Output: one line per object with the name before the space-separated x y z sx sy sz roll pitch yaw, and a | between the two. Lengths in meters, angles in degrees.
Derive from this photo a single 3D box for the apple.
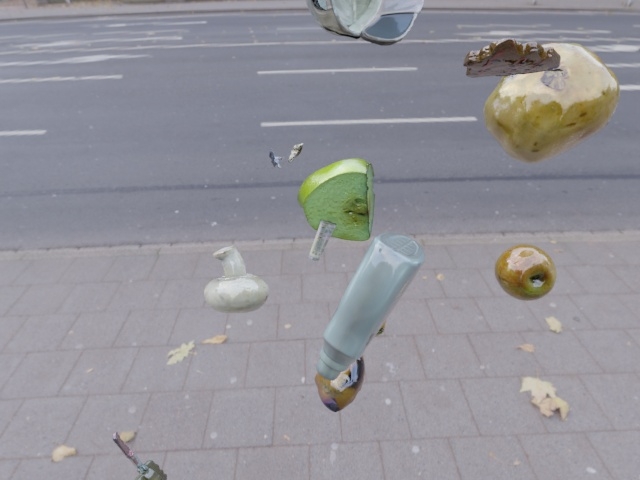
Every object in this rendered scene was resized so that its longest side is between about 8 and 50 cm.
apple | 0.629 0.098 1.245 0.182 0.182 0.155 -4 18 -4

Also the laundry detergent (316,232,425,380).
laundry detergent | 0.112 0.176 1.014 0.124 0.398 0.264 32 17 14

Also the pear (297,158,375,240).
pear | 0.056 -0.143 1.363 0.292 0.292 0.159 1 37 3

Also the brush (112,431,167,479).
brush | -0.544 0.678 1.207 0.071 0.301 0.084 -29 31 -15

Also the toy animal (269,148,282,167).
toy animal | -0.126 -0.232 1.170 0.050 0.084 0.028 38 79 11

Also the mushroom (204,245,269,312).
mushroom | -0.428 0.238 1.973 0.315 0.356 0.315 -18 45 19

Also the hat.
hat | 0.097 -0.548 0.851 0.275 0.232 0.161 -14 41 -5

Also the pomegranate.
pomegranate | 0.641 -0.378 1.145 0.332 0.333 0.332 -1 35 0

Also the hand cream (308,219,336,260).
hand cream | 0.000 0.000 1.328 0.061 0.143 0.039 16 19 -23

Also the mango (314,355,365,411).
mango | 0.076 0.491 1.516 0.201 0.153 0.287 -8 35 22

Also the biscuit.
biscuit | 0.260 -0.241 0.543 0.130 0.019 0.119 1 6 1

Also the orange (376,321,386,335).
orange | 0.215 0.347 1.739 0.156 0.156 0.134 -17 47 -22

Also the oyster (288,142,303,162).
oyster | -0.113 -0.378 1.714 0.038 0.081 0.083 44 62 1
